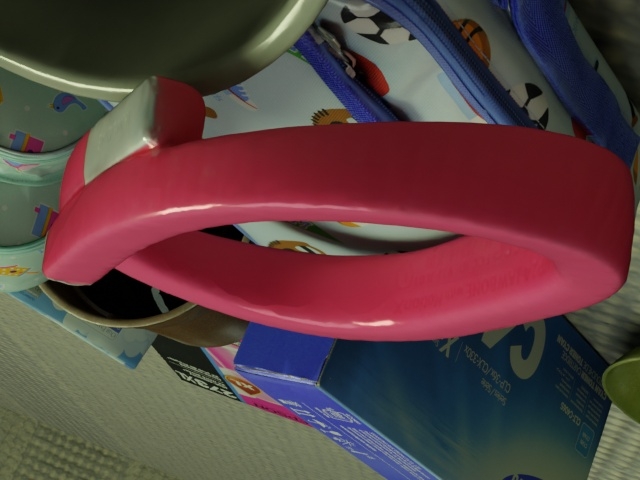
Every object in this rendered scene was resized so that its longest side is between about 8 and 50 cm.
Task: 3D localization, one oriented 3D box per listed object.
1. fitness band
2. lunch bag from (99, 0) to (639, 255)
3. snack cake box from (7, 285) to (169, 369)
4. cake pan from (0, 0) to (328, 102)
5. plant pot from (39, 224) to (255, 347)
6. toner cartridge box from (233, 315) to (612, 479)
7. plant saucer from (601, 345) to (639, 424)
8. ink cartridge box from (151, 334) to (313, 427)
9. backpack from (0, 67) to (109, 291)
[{"bbox_3d":[0.000,0.000,0.553,0.209,0.054,0.291,13,166,-21],"label":"fitness band"},{"bbox_3d":[0.022,-0.074,0.638,0.243,0.115,0.303,5,155,39],"label":"lunch bag"},{"bbox_3d":[-0.248,-0.003,1.100,0.264,0.089,0.152,25,170,48],"label":"snack cake box"},{"bbox_3d":[-0.103,-0.179,0.436,0.293,0.054,0.293,22,140,20],"label":"cake pan"},{"bbox_3d":[-0.100,-0.001,0.926,0.167,0.167,0.165,17,168,18],"label":"plant pot"},{"bbox_3d":[0.092,0.094,0.931,0.075,0.165,0.348,7,156,40],"label":"toner cartridge box"},{"bbox_3d":[0.321,0.122,0.934,0.241,0.037,0.241,21,162,7],"label":"plant saucer"},{"bbox_3d":[-0.087,0.116,1.380,0.175,0.069,0.371,17,163,18],"label":"ink cartridge box"},{"bbox_3d":[-0.188,-0.072,0.767,0.166,0.188,0.144,27,162,-8],"label":"backpack"}]
